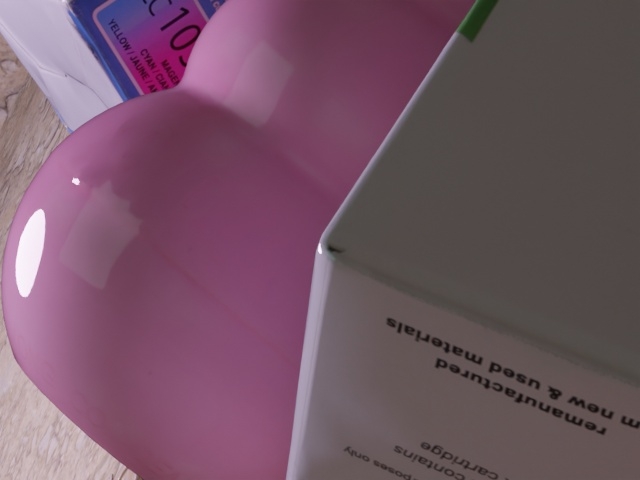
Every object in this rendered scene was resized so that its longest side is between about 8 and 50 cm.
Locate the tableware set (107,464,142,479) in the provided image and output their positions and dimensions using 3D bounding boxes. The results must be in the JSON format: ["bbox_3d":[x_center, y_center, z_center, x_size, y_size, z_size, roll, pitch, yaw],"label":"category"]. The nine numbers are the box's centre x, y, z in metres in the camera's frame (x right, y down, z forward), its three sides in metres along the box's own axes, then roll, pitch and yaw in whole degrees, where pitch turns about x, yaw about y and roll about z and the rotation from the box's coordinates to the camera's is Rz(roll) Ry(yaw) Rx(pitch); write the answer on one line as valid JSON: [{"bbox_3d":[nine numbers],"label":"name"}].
[{"bbox_3d":[-0.146,0.158,1.248,0.169,0.020,0.141,-46,28,41],"label":"tableware set"}]

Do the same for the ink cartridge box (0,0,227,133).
[{"bbox_3d":[-0.012,-0.219,0.981,0.395,0.151,0.270,-38,27,-13],"label":"ink cartridge box"}]

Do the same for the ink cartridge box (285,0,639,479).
[{"bbox_3d":[0.076,0.050,0.503,0.278,0.117,0.201,98,-161,-48],"label":"ink cartridge box"}]

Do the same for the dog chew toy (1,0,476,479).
[{"bbox_3d":[0.003,-0.036,0.703,0.332,0.206,0.206,-49,21,-5],"label":"dog chew toy"}]
